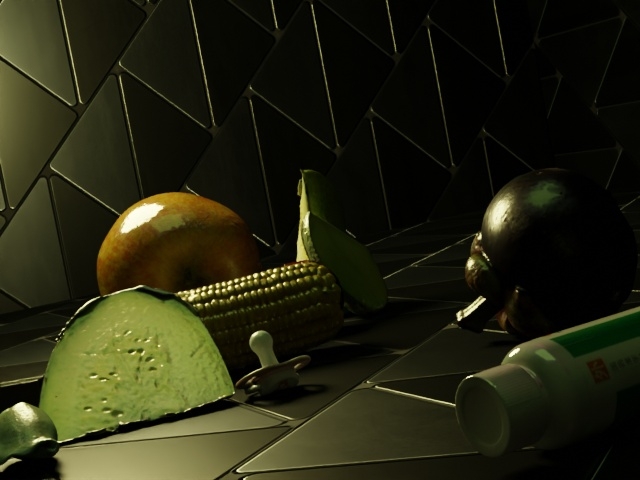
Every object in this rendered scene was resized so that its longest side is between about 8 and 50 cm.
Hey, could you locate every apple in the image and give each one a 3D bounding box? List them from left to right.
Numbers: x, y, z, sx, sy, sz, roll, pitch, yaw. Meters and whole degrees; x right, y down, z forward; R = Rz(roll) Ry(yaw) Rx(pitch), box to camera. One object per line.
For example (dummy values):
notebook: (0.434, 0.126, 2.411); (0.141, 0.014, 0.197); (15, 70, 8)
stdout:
apple: (-0.210, 0.054, 2.017); (0.264, 0.264, 0.264); (-11, 4, 1)

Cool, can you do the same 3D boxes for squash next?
squash: (-0.244, 0.142, 1.602); (0.236, 0.155, 0.204); (-10, 2, -14)
squash: (0.000, 0.000, 2.227); (0.093, 0.252, 0.169); (-10, 4, -19)

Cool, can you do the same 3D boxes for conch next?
conch: (-0.333, 0.212, 1.426); (0.088, 0.065, 0.180); (-11, 10, -26)

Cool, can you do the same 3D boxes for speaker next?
speaker: (-0.467, 0.222, 1.792); (0.191, 0.046, 0.040); (-10, 5, 9)

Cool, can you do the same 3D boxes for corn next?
corn: (-0.138, 0.119, 1.804); (0.344, 0.131, 0.131); (-13, 4, -9)

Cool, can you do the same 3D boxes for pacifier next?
pacifier: (-0.065, 0.147, 1.577); (0.099, 0.078, 0.081); (-14, -16, -35)

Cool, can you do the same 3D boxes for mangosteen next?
mangosteen: (0.270, 0.031, 1.625); (0.250, 0.211, 0.211); (-38, 0, 7)

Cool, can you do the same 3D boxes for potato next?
potato: (0.028, 0.042, 2.114); (0.054, 0.198, 0.119); (-29, 27, 39)

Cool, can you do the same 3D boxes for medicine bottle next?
medicine bottle: (0.232, 0.114, 1.099); (0.260, 0.095, 0.095); (-11, 3, -33)

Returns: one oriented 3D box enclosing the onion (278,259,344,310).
onion: (-0.027, 0.090, 2.018); (0.131, 0.131, 0.131); (-11, 4, 1)
